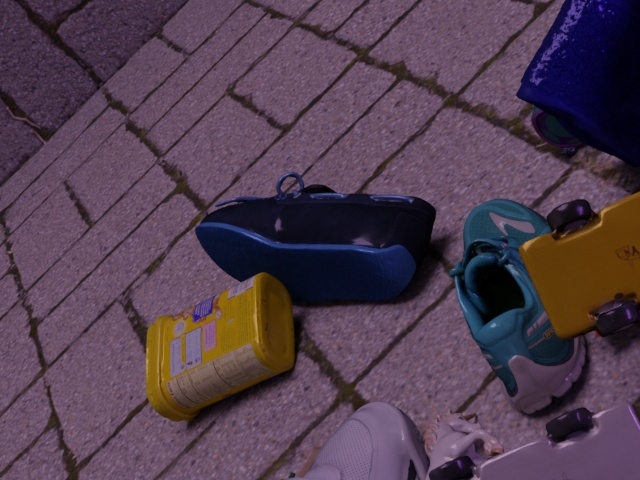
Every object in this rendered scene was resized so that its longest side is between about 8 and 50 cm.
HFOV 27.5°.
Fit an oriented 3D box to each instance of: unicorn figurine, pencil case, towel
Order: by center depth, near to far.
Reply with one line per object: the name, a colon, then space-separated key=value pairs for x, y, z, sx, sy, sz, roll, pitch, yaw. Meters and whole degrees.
unicorn figurine: x=0.114 y=0.193 z=1.077 sx=0.111 sy=0.060 sz=0.162 roll=1 pitch=47 yaw=50
towel: x=0.312 y=-0.223 z=1.166 sx=0.076 sy=0.227 sz=0.308 roll=31 pitch=99 yaw=34
pencil case: x=0.270 y=-0.164 z=1.386 sx=0.070 sy=0.064 sz=0.152 roll=10 pitch=47 yaw=14

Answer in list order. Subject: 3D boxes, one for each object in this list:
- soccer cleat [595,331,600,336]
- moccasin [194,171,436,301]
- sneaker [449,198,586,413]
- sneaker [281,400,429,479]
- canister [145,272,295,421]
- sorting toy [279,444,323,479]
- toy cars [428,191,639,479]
soccer cleat: x=0.295 y=0.020 z=1.067 sx=0.196 sy=0.068 sz=0.076 roll=-24 pitch=12 yaw=31
moccasin: x=0.000 y=0.000 z=1.500 sx=0.342 sy=0.138 sz=0.117 roll=9 pitch=52 yaw=43
sneaker: x=0.171 y=0.033 z=1.180 sx=0.107 sy=0.110 sz=0.275 roll=-36 pitch=25 yaw=18
sneaker: x=-0.051 y=0.246 z=1.064 sx=0.137 sy=0.210 sz=0.366 roll=-12 pitch=40 yaw=49
canister: x=-0.114 y=0.121 z=1.494 sx=0.170 sy=0.073 sz=0.126 roll=-27 pitch=49 yaw=29
sorting toy: x=-0.008 y=0.228 z=1.263 sx=0.083 sy=0.012 sz=0.062 roll=-3 pitch=52 yaw=50
toy cars: x=0.205 y=0.101 z=0.982 sx=0.394 sy=0.176 sz=0.087 roll=-64 pitch=-15 yaw=-5
